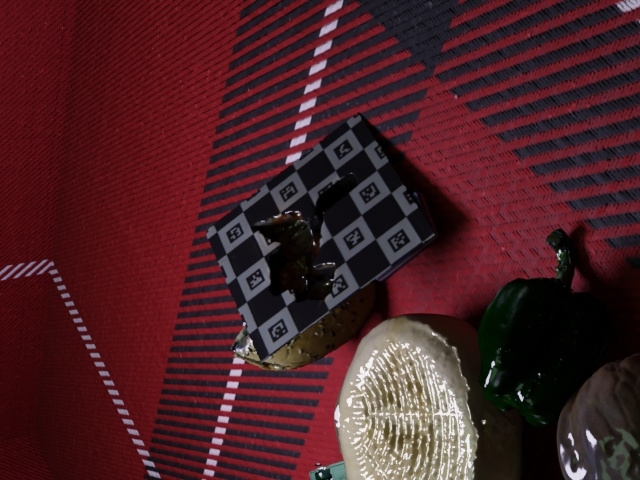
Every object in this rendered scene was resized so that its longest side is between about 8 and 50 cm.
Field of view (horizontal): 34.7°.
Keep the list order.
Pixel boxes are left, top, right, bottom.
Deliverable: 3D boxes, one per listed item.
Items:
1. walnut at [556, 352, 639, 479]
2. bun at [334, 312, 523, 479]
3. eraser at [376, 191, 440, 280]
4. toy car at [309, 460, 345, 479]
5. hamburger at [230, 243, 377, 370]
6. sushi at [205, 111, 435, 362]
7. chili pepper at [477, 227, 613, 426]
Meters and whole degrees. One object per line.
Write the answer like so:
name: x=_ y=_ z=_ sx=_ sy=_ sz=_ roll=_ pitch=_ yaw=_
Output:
walnut: x=0.392 y=0.249 z=1.246 sx=0.224 sy=0.224 sz=0.224 roll=23 pitch=118 yaw=55
bun: x=0.190 y=0.294 z=1.578 sx=0.364 sy=0.202 sz=0.364 roll=-4 pitch=86 yaw=56
eraser: x=0.133 y=-0.003 z=1.748 sx=0.225 sy=0.036 sz=0.082 roll=-44 pitch=61 yaw=54
toy car: x=0.080 y=0.464 z=1.906 sx=0.321 sy=0.097 sz=0.141 roll=-37 pitch=67 yaw=57
hamburger: x=-0.018 y=0.132 z=1.870 sx=0.192 sy=0.288 sz=0.167 roll=32 pitch=166 yaw=6
sushi: x=0.000 y=0.000 z=1.762 sx=0.359 sy=0.064 sz=0.343 roll=-38 pitch=46 yaw=10
chili pepper: x=0.308 y=0.115 z=1.373 sx=0.165 sy=0.261 sz=0.174 roll=20 pitch=159 yaw=33
